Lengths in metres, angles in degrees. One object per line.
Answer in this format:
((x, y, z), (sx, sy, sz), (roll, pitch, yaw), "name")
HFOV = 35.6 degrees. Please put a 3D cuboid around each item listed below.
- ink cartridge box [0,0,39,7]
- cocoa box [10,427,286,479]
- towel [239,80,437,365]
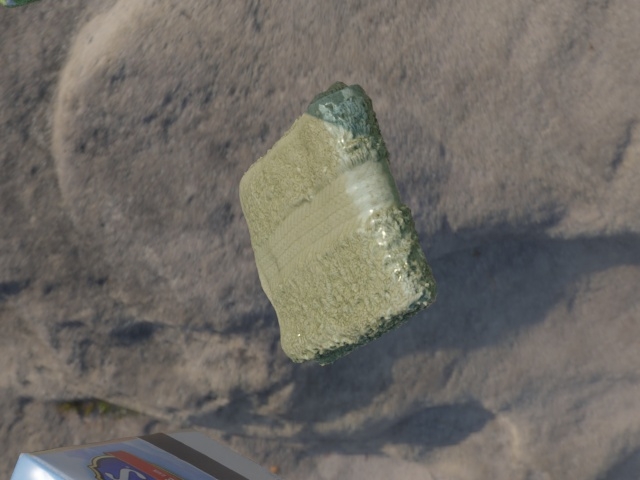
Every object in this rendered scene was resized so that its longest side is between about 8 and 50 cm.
((-0.110, -0.220, 0.343), (0.097, 0.189, 0.255), (-19, 111, -13), "ink cartridge box")
((-0.051, 0.308, 0.669), (0.347, 0.228, 0.231), (24, 93, 23), "cocoa box")
((0.000, 0.000, 0.462), (0.027, 0.148, 0.110), (-16, 81, -26), "towel")
